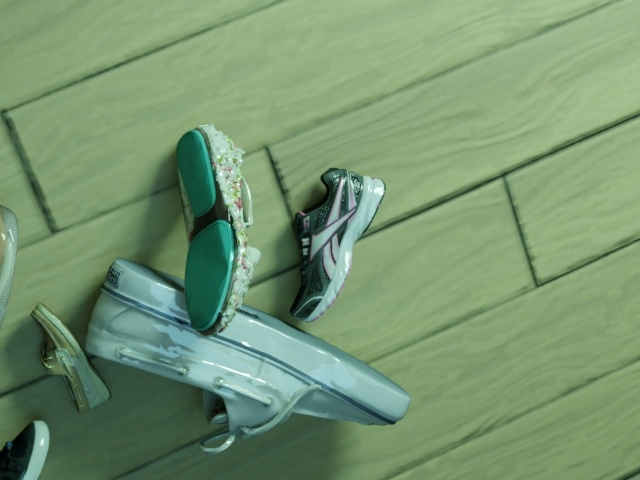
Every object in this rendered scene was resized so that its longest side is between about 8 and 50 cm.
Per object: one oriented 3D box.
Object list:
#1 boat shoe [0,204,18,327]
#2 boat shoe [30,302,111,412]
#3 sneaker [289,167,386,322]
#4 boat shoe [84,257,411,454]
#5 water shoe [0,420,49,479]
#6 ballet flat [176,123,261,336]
[{"bbox_3d":[-0.407,0.106,1.754,0.116,0.123,0.324,24,93,-20],"label":"boat shoe"},{"bbox_3d":[-0.275,0.128,1.838,0.045,0.050,0.135,-36,112,-13],"label":"boat shoe"},{"bbox_3d":[0.000,0.000,1.898,0.077,0.072,0.178,24,87,-10],"label":"sneaker"},{"bbox_3d":[-0.087,0.158,1.864,0.367,0.136,0.156,23,95,-19],"label":"boat shoe"},{"bbox_3d":[-0.367,0.270,1.831,0.080,0.073,0.203,34,90,-20],"label":"water shoe"},{"bbox_3d":[-0.099,-0.011,1.796,0.077,0.091,0.241,16,59,-42],"label":"ballet flat"}]
